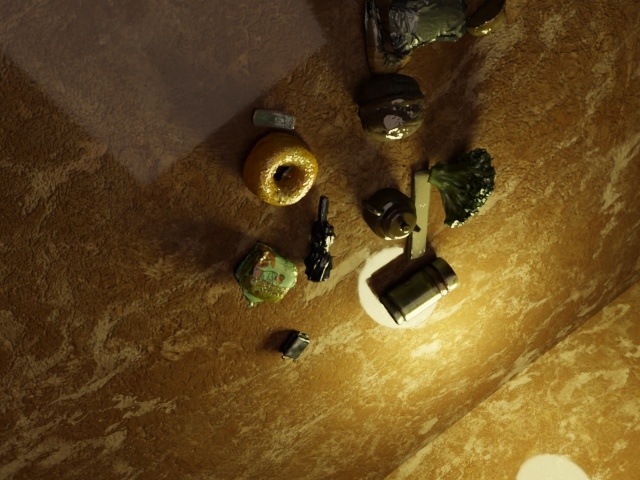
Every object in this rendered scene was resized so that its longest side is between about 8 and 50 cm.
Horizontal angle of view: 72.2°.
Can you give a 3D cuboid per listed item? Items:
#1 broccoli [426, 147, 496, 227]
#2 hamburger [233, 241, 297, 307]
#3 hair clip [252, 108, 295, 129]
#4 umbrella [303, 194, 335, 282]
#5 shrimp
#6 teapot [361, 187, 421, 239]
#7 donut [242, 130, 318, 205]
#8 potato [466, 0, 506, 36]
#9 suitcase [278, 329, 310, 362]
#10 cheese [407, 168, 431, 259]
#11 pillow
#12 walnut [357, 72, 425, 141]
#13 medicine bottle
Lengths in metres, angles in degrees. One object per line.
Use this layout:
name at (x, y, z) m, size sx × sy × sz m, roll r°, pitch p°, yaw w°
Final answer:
broccoli at (0.522, -0.212, 1.669) m, size 0.288 × 0.245 × 0.248 m, roll -59°, pitch 173°, yaw -23°
hamburger at (-0.201, 0.145, 1.580) m, size 0.214 × 0.125 × 0.235 m, roll 39°, pitch 84°, yaw -27°
hair clip at (-0.144, -0.373, 1.358) m, size 0.137 × 0.022 × 0.054 m, roll -1°, pitch 118°, yaw -24°
umbrella at (0.000, 0.000, 1.615) m, size 0.118 × 0.118 × 0.340 m, roll -7°, pitch 116°, yaw -21°
shrimp at (0.220, -0.646, 1.352) m, size 0.198 × 0.051 × 0.262 m, roll -31°, pitch 130°, yaw -14°
teapot at (0.267, -0.087, 1.630) m, size 0.267 × 0.175 × 0.186 m, roll 19°, pitch 108°, yaw -32°
donut at (-0.123, -0.225, 1.410) m, size 0.253 × 0.118 × 0.253 m, roll -24°, pitch 134°, yaw -27°
potato at (0.567, -0.725, 1.431) m, size 0.172 × 0.100 × 0.089 m, roll -46°, pitch 132°, yaw 3°
suitcase at (-0.108, 0.443, 1.849) m, size 0.086 × 0.059 × 0.126 m, roll 28°, pitch 105°, yaw -36°
cheese at (0.400, -0.096, 1.775) m, size 0.085 × 0.034 × 0.400 m, roll -17°, pitch 125°, yaw -20°
pillow at (0.337, -0.672, 1.333) m, size 0.335 × 0.092 × 0.161 m, roll -25°, pitch 128°, yaw -27°
walnut at (0.220, -0.419, 1.395) m, size 0.224 × 0.224 × 0.224 m, roll -12°, pitch 123°, yaw -18°
medicine bottle at (0.430, 0.223, 1.907) m, size 0.322 × 0.151 × 0.151 m, roll -34°, pitch 127°, yaw -3°
